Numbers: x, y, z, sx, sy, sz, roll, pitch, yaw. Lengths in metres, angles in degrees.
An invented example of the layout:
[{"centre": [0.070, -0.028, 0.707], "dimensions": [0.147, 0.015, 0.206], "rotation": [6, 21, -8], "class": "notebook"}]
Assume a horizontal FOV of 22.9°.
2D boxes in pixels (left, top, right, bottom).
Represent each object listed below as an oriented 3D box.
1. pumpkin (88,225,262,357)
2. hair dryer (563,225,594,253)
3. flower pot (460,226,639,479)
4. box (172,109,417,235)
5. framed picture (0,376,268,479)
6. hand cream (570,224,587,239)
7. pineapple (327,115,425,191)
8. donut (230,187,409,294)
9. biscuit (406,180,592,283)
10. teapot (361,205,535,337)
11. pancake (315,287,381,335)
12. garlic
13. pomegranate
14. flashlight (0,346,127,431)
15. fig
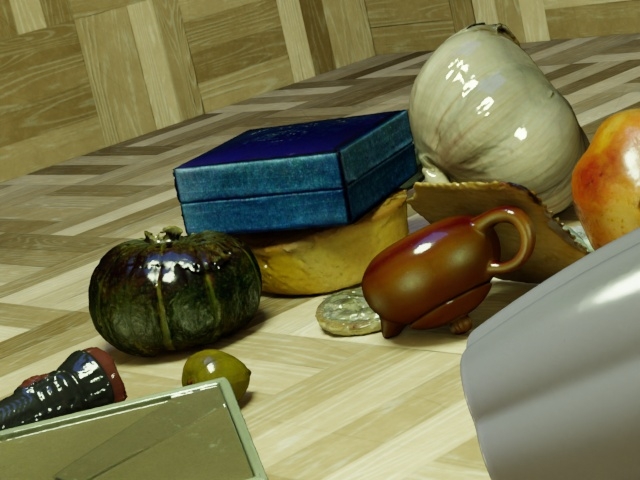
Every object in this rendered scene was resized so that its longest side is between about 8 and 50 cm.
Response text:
[{"centre": [-0.197, 0.061, 2.118], "dimensions": [0.238, 0.159, 0.238], "rotation": [-15, 9, 2], "class": "pumpkin"}, {"centre": [0.369, 0.004, 2.088], "dimensions": [0.137, 0.047, 0.082], "rotation": [-7, 12, 0], "class": "hair dryer"}, {"centre": [0.256, 0.127, 1.285], "dimensions": [0.243, 0.265, 0.265], "rotation": [-23, 10, 15], "class": "flower pot"}, {"centre": [-0.030, -0.100, 2.269], "dimensions": [0.261, 0.116, 0.279], "rotation": [-6, 13, 24], "class": "box"}, {"centre": [-0.230, 0.234, 1.629], "dimensions": [0.324, 0.020, 0.240], "rotation": [-13, 23, -10], "class": "framed picture"}, {"centre": [0.328, -0.011, 2.175], "dimensions": [0.257, 0.050, 0.084], "rotation": [-6, 15, 1], "class": "hand cream"}, {"centre": [0.147, -0.139, 2.662], "dimensions": [0.364, 0.165, 0.165], "rotation": [-2, 17, 31], "class": "pineapple"}, {"centre": [0.002, 0.000, 2.295], "dimensions": [0.277, 0.108, 0.277], "rotation": [-11, 14, 3], "class": "donut"}, {"centre": [0.228, -0.006, 1.949], "dimensions": [0.237, 0.232, 0.013], "rotation": [3, 59, 50], "class": "biscuit"}, {"centre": [0.159, 0.042, 1.894], "dimensions": [0.252, 0.135, 0.178], "rotation": [-30, -4, 34], "class": "teapot"}, {"centre": [0.067, 0.088, 2.049], "dimensions": [0.158, 0.028, 0.158], "rotation": [-9, 15, 3], "class": "pancake"}, {"centre": [0.267, -0.164, 2.342], "dimensions": [0.241, 0.322, 0.322], "rotation": [-34, 3, 26], "class": "garlic"}, {"centre": [0.416, -0.063, 1.963], "dimensions": [0.209, 0.209, 0.209], "rotation": [-12, 13, 3], "class": "pomegranate"}, {"centre": [-0.339, 0.200, 1.830], "dimensions": [0.232, 0.093, 0.093], "rotation": [-23, 17, -36], "class": "flashlight"}, {"centre": [-0.117, 0.160, 1.823], "dimensions": [0.074, 0.074, 0.088], "rotation": [0, 4, 43], "class": "fig"}]
